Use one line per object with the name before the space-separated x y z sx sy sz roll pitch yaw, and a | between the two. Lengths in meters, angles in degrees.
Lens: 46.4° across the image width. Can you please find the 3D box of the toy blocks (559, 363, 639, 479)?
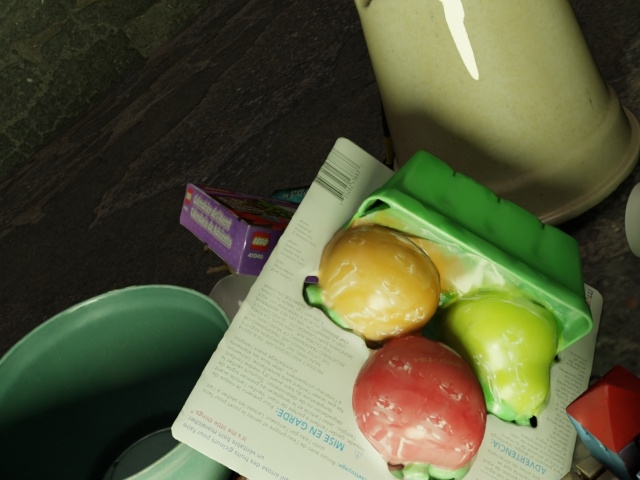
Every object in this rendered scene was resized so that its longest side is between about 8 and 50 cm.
toy blocks | 0.242 0.200 0.386 0.191 0.261 0.381 -39 30 -6

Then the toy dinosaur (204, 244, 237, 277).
toy dinosaur | -0.129 0.020 1.126 0.093 0.053 0.183 -15 5 19

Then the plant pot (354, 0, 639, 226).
plant pot | 0.199 -0.217 0.934 0.334 0.305 0.333 -20 31 12

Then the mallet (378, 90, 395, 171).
mallet | 0.105 -0.159 1.112 0.039 0.189 0.062 20 50 23

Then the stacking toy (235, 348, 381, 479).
stacking toy | -0.021 0.216 0.773 0.141 0.141 0.330 3 54 47

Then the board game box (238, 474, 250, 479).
board game box | -0.031 0.281 0.658 0.136 0.030 0.259 21 68 13

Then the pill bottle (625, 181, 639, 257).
pill bottle | 0.394 -0.018 0.691 0.194 0.108 0.108 3 48 46

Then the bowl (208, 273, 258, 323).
bowl | -0.105 0.105 1.067 0.142 0.053 0.142 -15 36 32

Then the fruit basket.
fruit basket | 0.089 0.105 0.678 0.353 0.327 0.165 -62 4 -30

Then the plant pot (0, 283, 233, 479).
plant pot | -0.206 0.217 0.835 0.293 0.196 0.293 -11 36 8

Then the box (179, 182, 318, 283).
box | 0.000 0.000 0.906 0.201 0.293 0.057 31 109 57

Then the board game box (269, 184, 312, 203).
board game box | -0.033 -0.043 1.229 0.186 0.026 0.126 -5 41 40
